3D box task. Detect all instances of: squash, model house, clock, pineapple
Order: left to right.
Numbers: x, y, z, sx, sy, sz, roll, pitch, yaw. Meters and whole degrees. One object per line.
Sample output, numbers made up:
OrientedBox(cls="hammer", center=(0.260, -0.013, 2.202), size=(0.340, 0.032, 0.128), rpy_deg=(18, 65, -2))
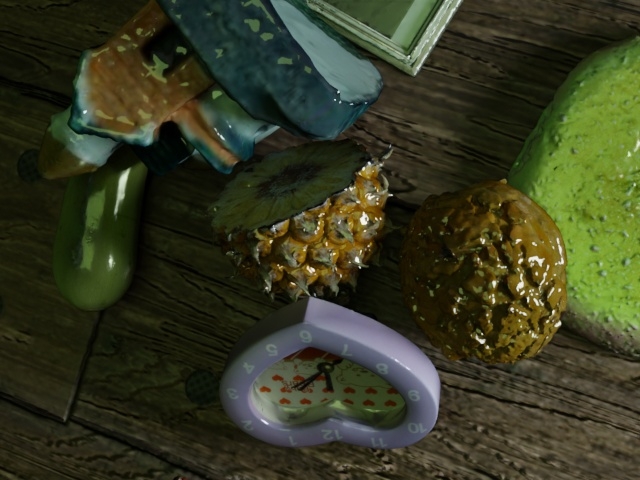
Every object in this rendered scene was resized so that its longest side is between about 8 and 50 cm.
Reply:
OrientedBox(cls="squash", center=(-0.205, -0.053, 0.971), size=(0.083, 0.083, 0.250), rpy_deg=(12, 86, 14))
OrientedBox(cls="model house", center=(-0.116, -0.118, 0.863), size=(0.291, 0.253, 0.184), rpy_deg=(-32, 101, 14))
OrientedBox(cls="pineapple", center=(-0.003, 0.002, 0.897), size=(0.176, 0.161, 0.136), rpy_deg=(-10, 120, 26))
OrientedBox(cls="clock", center=(0.005, 0.112, 0.886), size=(0.198, 0.064, 0.172), rpy_deg=(-3, 130, 14))

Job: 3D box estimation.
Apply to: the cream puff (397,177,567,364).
OrientedBox(cls="cream puff", center=(0.133, 0.029, 0.849), size=(0.165, 0.115, 0.150), rpy_deg=(40, 122, 32))

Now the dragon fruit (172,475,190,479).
OrientedBox(cls="dragon fruit", center=(-0.143, 0.305, 0.914), size=(0.133, 0.136, 0.165), rpy_deg=(30, 65, -16))

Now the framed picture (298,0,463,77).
OrientedBox(cls="framed picture", center=(0.071, -0.336, 0.948), size=(0.231, 0.018, 0.293), rpy_deg=(32, 94, 13))

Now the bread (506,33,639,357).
OrientedBox(cls="bread", center=(0.311, -0.035, 0.863), size=(0.302, 0.045, 0.301), rpy_deg=(0, 89, 13))
